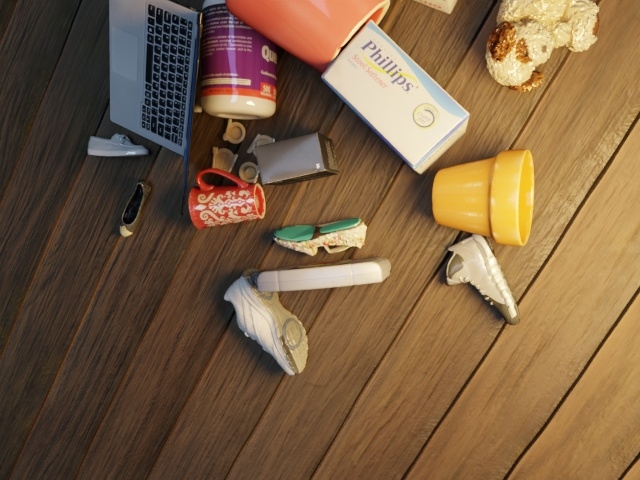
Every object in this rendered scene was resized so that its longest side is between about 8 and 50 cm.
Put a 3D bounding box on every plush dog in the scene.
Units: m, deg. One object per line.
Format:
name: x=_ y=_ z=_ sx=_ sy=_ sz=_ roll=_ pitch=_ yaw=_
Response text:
plush dog: x=0.425 y=-0.439 z=1.092 sx=0.211 sy=0.262 sz=0.225 roll=28 pitch=92 yaw=44

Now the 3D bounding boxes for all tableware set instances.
tableware set: x=-0.202 y=-0.226 z=1.353 sx=0.169 sy=0.020 sz=0.141 roll=26 pitch=101 yaw=11

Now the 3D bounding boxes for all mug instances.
mug: x=-0.238 y=-0.101 z=1.316 sx=0.169 sy=0.150 sz=0.113 roll=-5 pitch=55 yaw=11

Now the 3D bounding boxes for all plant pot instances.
plant pot: x=0.355 y=-0.095 z=1.146 sx=0.188 sy=0.205 sz=0.205 roll=4 pitch=96 yaw=30
plant pot: x=-0.012 y=-0.489 z=1.048 sx=0.243 sy=0.275 sz=0.275 roll=43 pitch=104 yaw=-4

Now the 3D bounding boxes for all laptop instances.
laptop: x=-0.403 y=-0.340 z=1.209 sx=0.408 sy=0.236 sz=0.381 roll=26 pitch=128 yaw=11

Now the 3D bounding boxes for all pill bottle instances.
pill bottle: x=-0.192 y=-0.460 z=1.245 sx=0.182 sy=0.181 sz=0.322 roll=4 pitch=97 yaw=14

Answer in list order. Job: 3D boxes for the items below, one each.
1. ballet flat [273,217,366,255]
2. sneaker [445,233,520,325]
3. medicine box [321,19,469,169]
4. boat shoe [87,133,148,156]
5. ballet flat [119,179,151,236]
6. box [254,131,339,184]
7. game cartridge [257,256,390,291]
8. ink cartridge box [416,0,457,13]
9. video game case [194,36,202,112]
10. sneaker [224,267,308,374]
ballet flat: x=0.000 y=0.000 z=1.295 sx=0.241 sy=0.091 sz=0.077 roll=-6 pitch=118 yaw=19
sneaker: x=0.366 y=0.103 z=1.215 sx=0.132 sy=0.086 sz=0.228 roll=-25 pitch=79 yaw=20
medicine box: x=0.169 y=-0.287 z=1.113 sx=0.263 sy=0.289 sz=0.149 roll=46 pitch=104 yaw=6
boat shoe: x=-0.553 y=-0.260 z=1.422 sx=0.184 sy=0.066 sz=0.063 roll=6 pitch=98 yaw=23
ballet flat: x=-0.517 y=-0.090 z=1.430 sx=0.058 sy=0.049 sz=0.173 roll=27 pitch=101 yaw=11
box: x=-0.052 y=-0.191 z=1.247 sx=0.156 sy=0.158 sz=0.093 roll=-11 pitch=92 yaw=14
game cartridge: x=0.010 y=0.080 z=1.237 sx=0.294 sy=0.196 sz=0.060 roll=-6 pitch=94 yaw=14
ink cartridge box: x=0.195 y=-0.607 z=1.069 sx=0.226 sy=0.306 sz=0.131 roll=27 pitch=101 yaw=11
video game case: x=-0.401 y=-0.462 z=1.379 sx=0.207 sy=0.026 sz=0.226 roll=9 pitch=96 yaw=13
sneaker: x=-0.138 y=0.218 z=1.350 sx=0.129 sy=0.111 sz=0.297 roll=-35 pitch=82 yaw=30
